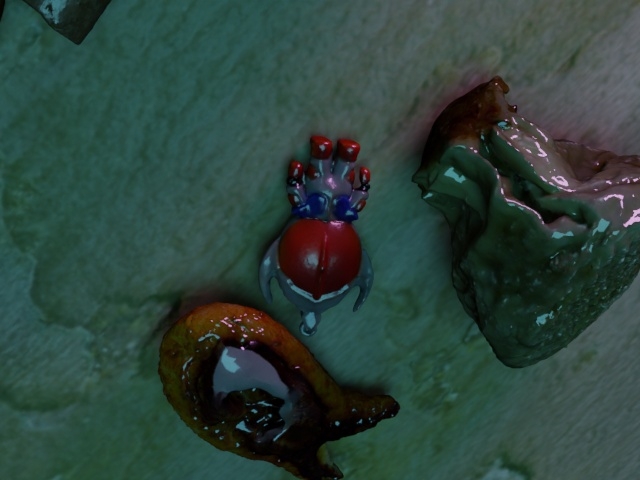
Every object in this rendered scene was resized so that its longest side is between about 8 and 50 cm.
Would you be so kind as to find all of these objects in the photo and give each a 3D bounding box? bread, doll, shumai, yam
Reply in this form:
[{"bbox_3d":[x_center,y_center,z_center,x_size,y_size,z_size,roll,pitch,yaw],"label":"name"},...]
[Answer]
[{"bbox_3d":[-0.050,0.151,1.053,0.139,0.095,0.269,-46,129,13],"label":"bread"},{"bbox_3d":[-0.001,0.000,1.005,0.104,0.062,0.195,-1,108,-30],"label":"doll"},{"bbox_3d":[0.194,-0.022,1.001,0.225,0.222,0.261,-34,153,-24],"label":"shumai"},{"bbox_3d":[-0.186,-0.226,0.850,0.084,0.084,0.127,37,100,-24],"label":"yam"}]

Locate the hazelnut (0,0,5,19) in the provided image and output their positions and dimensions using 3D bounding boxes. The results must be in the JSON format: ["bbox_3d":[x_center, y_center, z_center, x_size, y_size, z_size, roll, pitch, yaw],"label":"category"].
[{"bbox_3d":[-0.334,-0.199,0.802,0.170,0.161,0.202,8,151,-2],"label":"hazelnut"}]
